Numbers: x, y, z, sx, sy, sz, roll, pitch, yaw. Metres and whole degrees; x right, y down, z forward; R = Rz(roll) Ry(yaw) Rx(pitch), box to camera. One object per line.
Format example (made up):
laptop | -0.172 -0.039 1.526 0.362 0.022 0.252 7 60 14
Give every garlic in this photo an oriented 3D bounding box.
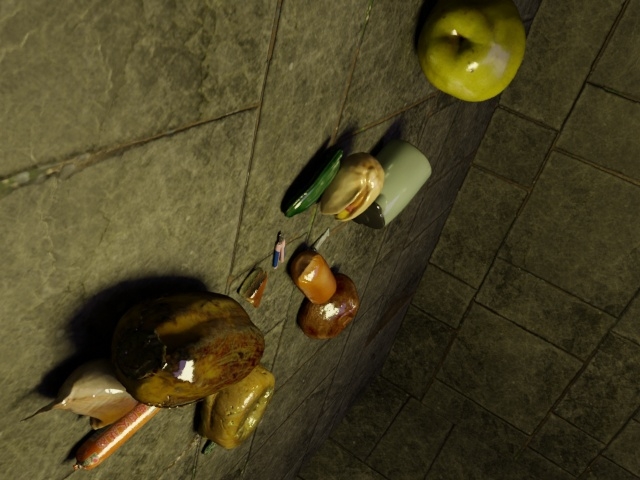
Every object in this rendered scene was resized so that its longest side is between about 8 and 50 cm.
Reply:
garlic | -0.376 0.256 0.920 0.128 0.090 0.198 -45 163 -6

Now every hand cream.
hand cream | 0.000 0.000 1.576 0.093 0.019 0.030 -52 158 -41

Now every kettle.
kettle | 0.177 -0.145 1.621 0.236 0.161 0.221 -52 -171 -21

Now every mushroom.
mushroom | 0.033 0.218 1.771 0.231 0.138 0.194 -62 160 5

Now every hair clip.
hair clip | -0.262 0.537 1.605 0.229 0.036 0.066 -44 165 14

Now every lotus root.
lotus root | -0.222 0.187 1.016 0.179 0.195 0.397 -27 166 13

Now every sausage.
sausage | -0.347 0.328 1.129 0.348 0.053 0.053 -41 153 -42
sausage | -0.016 0.108 1.559 0.105 0.105 0.274 -56 160 -11

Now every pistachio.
pistachio | 0.079 -0.133 1.388 0.200 0.117 0.145 -52 -146 44

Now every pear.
pear | 0.388 -0.502 1.439 0.294 0.294 0.294 -49 158 -28

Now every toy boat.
toy boat | -0.013 -0.130 1.301 0.210 0.052 0.104 -52 180 -19

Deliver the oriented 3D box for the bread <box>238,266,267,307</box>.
bread | -0.161 0.117 1.301 0.062 0.043 0.108 -31 147 -56

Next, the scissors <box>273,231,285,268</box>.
scissors | -0.099 0.022 1.362 0.039 0.012 0.113 -45 155 -38

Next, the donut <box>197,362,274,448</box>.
donut | -0.215 0.418 1.467 0.208 0.128 0.261 -39 153 -46
